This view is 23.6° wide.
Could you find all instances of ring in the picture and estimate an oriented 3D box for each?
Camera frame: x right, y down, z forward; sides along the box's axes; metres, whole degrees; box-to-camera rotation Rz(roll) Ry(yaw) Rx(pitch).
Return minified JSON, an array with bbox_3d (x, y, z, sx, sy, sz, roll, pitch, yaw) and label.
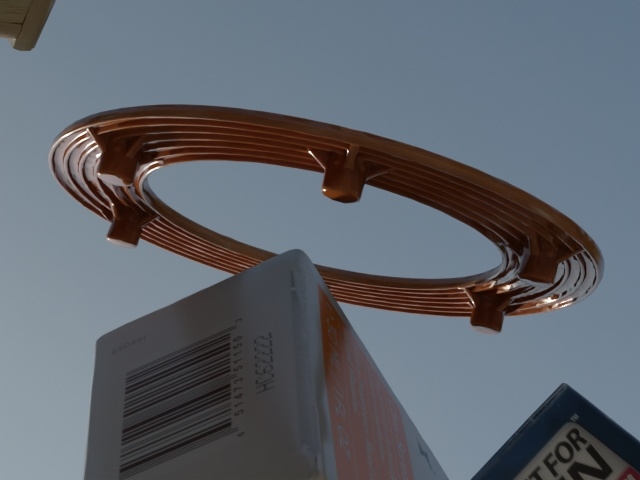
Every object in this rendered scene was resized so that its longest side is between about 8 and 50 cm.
[{"bbox_3d":[0.000,0.000,0.916,0.336,0.336,0.032,22,-108,-26],"label":"ring"}]

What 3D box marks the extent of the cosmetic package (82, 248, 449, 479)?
[{"bbox_3d":[0.027,0.256,1.014,0.161,0.230,0.453,-24,-57,12],"label":"cosmetic package"}]

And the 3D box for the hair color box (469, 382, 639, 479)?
[{"bbox_3d":[0.184,0.239,0.641,0.105,0.347,0.174,-38,-21,-36],"label":"hair color box"}]

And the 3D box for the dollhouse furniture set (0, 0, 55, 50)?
[{"bbox_3d":[-0.235,-0.228,0.634,0.174,0.355,0.303,3,-47,-38],"label":"dollhouse furniture set"}]
